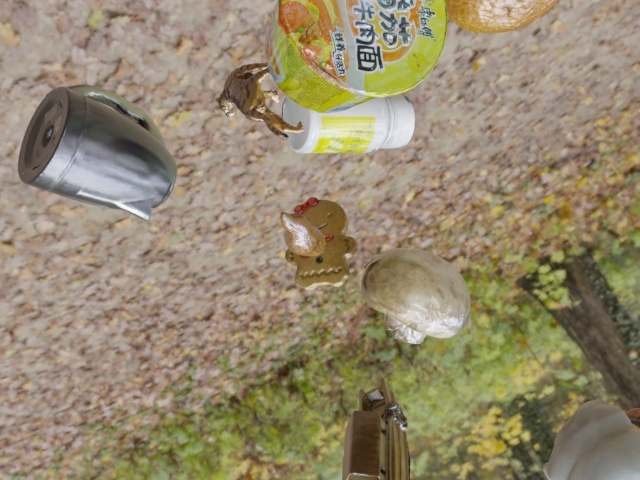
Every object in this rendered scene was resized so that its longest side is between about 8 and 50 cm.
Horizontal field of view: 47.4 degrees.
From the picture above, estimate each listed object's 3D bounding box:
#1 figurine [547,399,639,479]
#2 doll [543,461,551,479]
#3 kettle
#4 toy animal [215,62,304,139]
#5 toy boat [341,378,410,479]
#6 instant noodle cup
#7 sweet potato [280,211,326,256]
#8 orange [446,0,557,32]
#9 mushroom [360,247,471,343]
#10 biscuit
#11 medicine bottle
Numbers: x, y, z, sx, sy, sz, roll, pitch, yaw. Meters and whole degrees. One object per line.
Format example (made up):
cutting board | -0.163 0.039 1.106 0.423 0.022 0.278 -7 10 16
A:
figurine | 0.392 0.271 0.894 0.237 0.176 0.132 9 112 -25
doll | 0.540 0.500 1.521 0.161 0.059 0.160 -39 117 6
kettle | -0.479 -0.212 1.665 0.324 0.320 0.228 23 136 -40
toy animal | -0.112 -0.245 1.291 0.116 0.255 0.114 -22 124 -8
toy boat | 0.107 0.460 1.542 0.136 0.162 0.445 -34 -162 21
instant noodle cup | 0.037 -0.321 1.121 0.265 0.264 0.200 -22 -179 -18
sweet potato | -0.030 -0.009 1.101 0.056 0.056 0.195 -30 160 2
orange | 0.396 -0.640 1.609 0.322 0.356 0.322 6 150 3
mushroom | 0.196 0.111 1.539 0.255 0.255 0.184 -10 119 -40
biscuit | 0.000 0.000 1.607 0.166 0.225 0.036 -8 152 17
medicine bottle | 0.062 -0.257 1.558 0.258 0.143 0.143 -5 149 -28
